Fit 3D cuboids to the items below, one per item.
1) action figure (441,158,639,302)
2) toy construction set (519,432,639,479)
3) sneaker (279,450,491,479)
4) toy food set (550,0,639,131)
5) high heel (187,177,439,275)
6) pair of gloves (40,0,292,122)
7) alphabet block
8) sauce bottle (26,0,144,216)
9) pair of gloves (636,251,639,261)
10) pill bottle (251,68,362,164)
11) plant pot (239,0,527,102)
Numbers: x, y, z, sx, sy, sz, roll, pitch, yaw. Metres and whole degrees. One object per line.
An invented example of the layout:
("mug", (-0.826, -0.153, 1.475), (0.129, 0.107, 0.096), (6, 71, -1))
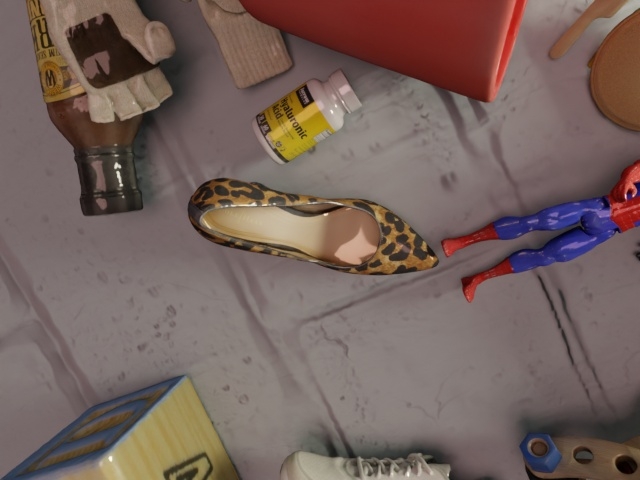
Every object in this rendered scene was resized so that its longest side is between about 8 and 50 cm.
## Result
("action figure", (0.264, -0.007, 0.431), (0.281, 0.139, 0.091), (-25, 98, 20))
("toy construction set", (0.386, 0.298, 0.438), (0.237, 0.257, 0.308), (-31, 96, 4))
("sneaker", (0.094, 0.315, 0.566), (0.292, 0.110, 0.118), (21, 96, -2))
("toy food set", (0.339, -0.171, 0.439), (0.192, 0.039, 0.132), (48, 131, 9))
("high heel", (0.000, 0.000, 0.472), (0.261, 0.186, 0.093), (19, 104, 7))
("pair of gloves", (-0.154, -0.241, 0.454), (0.240, 0.042, 0.204), (-19, 123, -11))
("alphabet block", (-0.246, 0.325, 0.581), (0.193, 0.193, 0.197), (-21, 96, 16))
("sauce bottle", (-0.267, -0.201, 0.526), (0.112, 0.111, 0.344), (-4, 100, 12))
("pair of gloves", (0.381, -0.012, 0.487), (0.074, 0.010, 0.083), (-6, 101, 9))
("pill bottle", (-0.014, -0.141, 0.511), (0.116, 0.065, 0.065), (-30, 94, 14))
("plant pot", (0.063, -0.276, 0.382), (0.243, 0.275, 0.274), (16, 104, 17))
